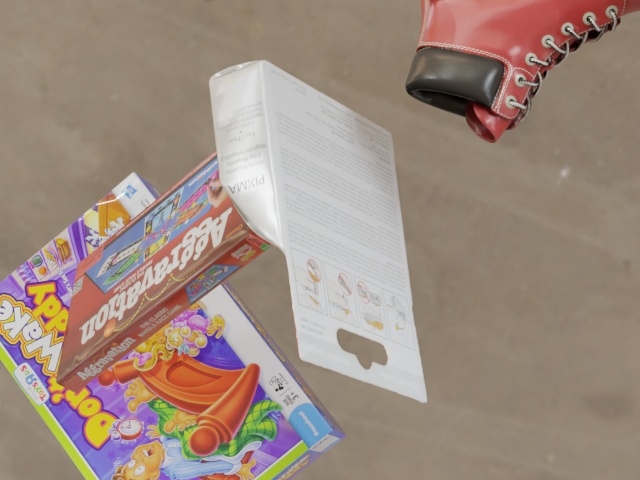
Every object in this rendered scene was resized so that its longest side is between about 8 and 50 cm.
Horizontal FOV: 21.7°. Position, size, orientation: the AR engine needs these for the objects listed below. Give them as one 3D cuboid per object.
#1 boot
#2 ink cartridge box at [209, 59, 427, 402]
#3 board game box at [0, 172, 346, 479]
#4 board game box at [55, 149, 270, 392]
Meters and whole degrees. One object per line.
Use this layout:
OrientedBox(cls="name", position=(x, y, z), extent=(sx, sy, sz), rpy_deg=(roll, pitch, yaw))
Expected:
OrientedBox(cls="boot", position=(0.190, -0.149, 1.237), extent=(0.244, 0.176, 0.088), rpy_deg=(5, 163, 9))
OrientedBox(cls="ink cartridge box", position=(0.000, 0.000, 1.257), extent=(0.066, 0.232, 0.189), rpy_deg=(-14, 158, 30))
OrientedBox(cls="board game box", position=(-0.172, 0.137, 1.738), extent=(0.233, 0.078, 0.347), rpy_deg=(-40, 75, 3))
OrientedBox(cls="board game box", position=(-0.138, 0.015, 1.489), extent=(0.027, 0.145, 0.281), rpy_deg=(31, 131, -29))
